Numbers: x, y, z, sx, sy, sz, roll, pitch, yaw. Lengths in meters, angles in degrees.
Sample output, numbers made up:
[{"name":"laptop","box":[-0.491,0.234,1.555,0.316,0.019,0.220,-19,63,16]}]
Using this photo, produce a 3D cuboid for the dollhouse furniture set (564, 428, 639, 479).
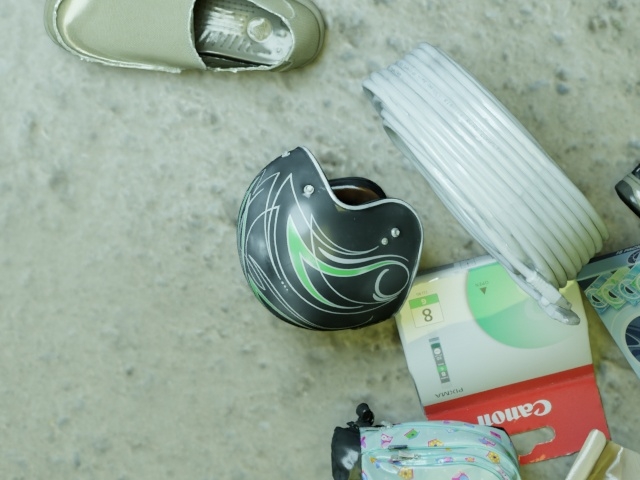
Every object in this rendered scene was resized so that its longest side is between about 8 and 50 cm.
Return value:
[{"name":"dollhouse furniture set","box":[0.341,0.438,1.444,0.362,0.256,0.394,27,85,14]}]

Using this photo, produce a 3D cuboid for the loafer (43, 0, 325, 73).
[{"name":"loafer","box":[-0.130,-0.208,1.408,0.268,0.092,0.102,2,100,1]}]

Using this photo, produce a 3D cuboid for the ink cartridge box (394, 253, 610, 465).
[{"name":"ink cartridge box","box":[0.180,0.125,1.482,0.181,0.056,0.224,-15,98,4]}]

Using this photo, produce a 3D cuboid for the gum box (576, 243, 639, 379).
[{"name":"gum box","box":[0.357,0.080,1.420,0.157,0.041,0.184,-19,112,42]}]

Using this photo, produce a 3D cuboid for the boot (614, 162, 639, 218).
[{"name":"boot","box":[0.423,-0.040,1.434,0.236,0.085,0.178,38,95,-7]}]

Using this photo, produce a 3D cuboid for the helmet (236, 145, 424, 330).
[{"name":"helmet","box":[0.000,0.000,1.408,0.161,0.169,0.169,9,100,-17]}]

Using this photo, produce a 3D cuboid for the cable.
[{"name":"cable","box":[0.146,-0.066,1.346,0.089,0.257,0.257,-41,116,2]}]

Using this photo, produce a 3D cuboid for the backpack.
[{"name":"backpack","box":[0.107,0.244,1.459,0.182,0.115,0.152,-4,115,7]}]
